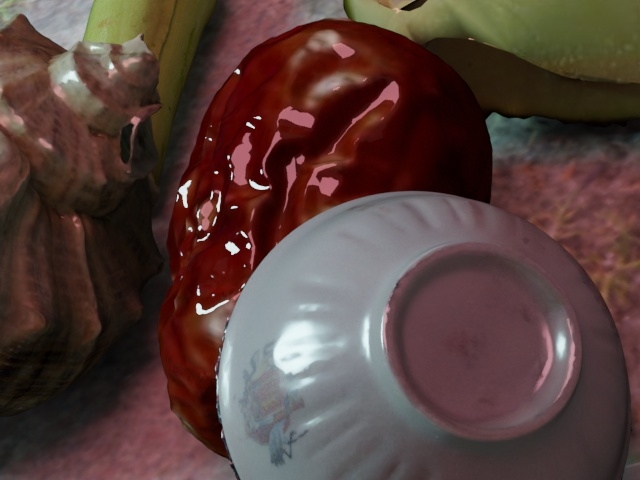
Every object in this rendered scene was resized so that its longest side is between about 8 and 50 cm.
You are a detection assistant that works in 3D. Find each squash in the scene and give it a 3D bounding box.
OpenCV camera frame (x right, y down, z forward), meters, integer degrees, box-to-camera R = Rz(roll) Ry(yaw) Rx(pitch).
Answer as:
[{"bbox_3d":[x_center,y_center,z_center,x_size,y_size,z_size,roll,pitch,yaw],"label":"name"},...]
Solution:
[{"bbox_3d":[-0.114,-0.124,1.009,0.083,0.083,0.250,-9,45,18],"label":"squash"}]

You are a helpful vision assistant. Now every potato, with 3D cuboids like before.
[{"bbox_3d":[0.160,-0.196,0.862,0.285,0.242,0.242,-17,40,27],"label":"potato"}]

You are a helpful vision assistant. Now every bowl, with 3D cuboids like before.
[{"bbox_3d":[0.055,0.052,0.645,0.189,0.086,0.189,4,69,-10],"label":"bowl"}]

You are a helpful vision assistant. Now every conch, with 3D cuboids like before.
[{"bbox_3d":[-0.171,0.014,0.847,0.291,0.159,0.210,-53,27,25],"label":"conch"}]

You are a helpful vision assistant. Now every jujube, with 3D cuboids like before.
[{"bbox_3d":[0.000,0.000,0.778,0.155,0.155,0.230,-1,50,25],"label":"jujube"}]

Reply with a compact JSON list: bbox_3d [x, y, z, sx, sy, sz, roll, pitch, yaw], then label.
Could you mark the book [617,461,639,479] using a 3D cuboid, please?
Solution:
[{"bbox_3d":[0.080,0.165,0.668,0.181,0.014,0.127,-17,43,10],"label":"book"}]
